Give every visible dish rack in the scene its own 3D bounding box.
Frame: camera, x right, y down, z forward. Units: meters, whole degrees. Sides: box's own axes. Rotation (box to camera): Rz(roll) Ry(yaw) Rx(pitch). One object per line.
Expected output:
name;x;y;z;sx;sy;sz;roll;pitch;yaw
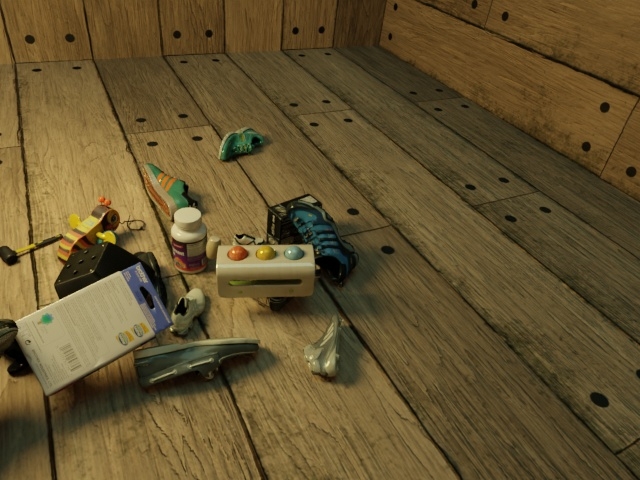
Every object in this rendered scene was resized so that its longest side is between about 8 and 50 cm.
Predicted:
dish rack;-0.176;0.101;1.551;0.271;0.074;0.208;26;40;22

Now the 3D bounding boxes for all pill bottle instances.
pill bottle;-0.406;-0.001;1.544;0.108;0.193;0.108;5;37;-3

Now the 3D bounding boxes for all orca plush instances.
orca plush;-0.757;0.270;1.214;0.287;0.151;0.102;15;70;3

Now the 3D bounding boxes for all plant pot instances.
plant pot;-0.586;0.114;1.330;0.188;0.167;0.187;-17;38;12

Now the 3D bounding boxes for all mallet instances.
mallet;-0.917;0.014;1.573;0.062;0.039;0.189;28;38;20

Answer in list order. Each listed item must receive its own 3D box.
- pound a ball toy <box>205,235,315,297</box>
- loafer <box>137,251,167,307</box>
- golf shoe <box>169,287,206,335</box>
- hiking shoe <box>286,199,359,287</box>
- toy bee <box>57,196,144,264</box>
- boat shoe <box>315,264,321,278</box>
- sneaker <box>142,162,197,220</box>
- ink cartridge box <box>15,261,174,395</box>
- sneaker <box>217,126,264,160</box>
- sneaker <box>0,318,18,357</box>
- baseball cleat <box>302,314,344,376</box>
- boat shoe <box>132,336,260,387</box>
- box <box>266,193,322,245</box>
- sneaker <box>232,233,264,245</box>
pound a ball toy;-0.183;0.049;1.452;0.319;0.136;0.208;0;38;-6
loafer;-0.509;0.123;1.473;0.078;0.076;0.223;-23;47;-11
golf shoe;-0.371;0.182;1.404;0.069;0.086;0.176;7;36;3
hiking shoe;0.000;0.000;1.577;0.304;0.113;0.132;45;39;-9
toy bee;-0.715;-0.054;1.590;0.195;0.162;0.298;9;37;4
boat shoe;-0.029;0.071;1.641;0.046;0.038;0.125;-5;39;-16
sneaker;-0.560;-0.189;1.842;0.121;0.108;0.302;-20;53;-32
ink cartridge box;-0.530;0.203;1.178;0.311;0.065;0.186;-29;83;-19
sneaker;-0.350;-0.422;2.181;0.110;0.107;0.275;30;42;13
sneaker;-0.733;0.324;1.045;0.146;0.134;0.344;26;83;5
baseball cleat;0.008;0.277;1.357;0.109;0.072;0.206;2;34;3
boat shoe;-0.309;0.306;1.273;0.319;0.116;0.099;-3;81;-24
box;-0.091;-0.062;1.715;0.180;0.147;0.077;-24;47;-33
sneaker;-0.244;-0.001;1.696;0.109;0.044;0.040;-2;36;-14
